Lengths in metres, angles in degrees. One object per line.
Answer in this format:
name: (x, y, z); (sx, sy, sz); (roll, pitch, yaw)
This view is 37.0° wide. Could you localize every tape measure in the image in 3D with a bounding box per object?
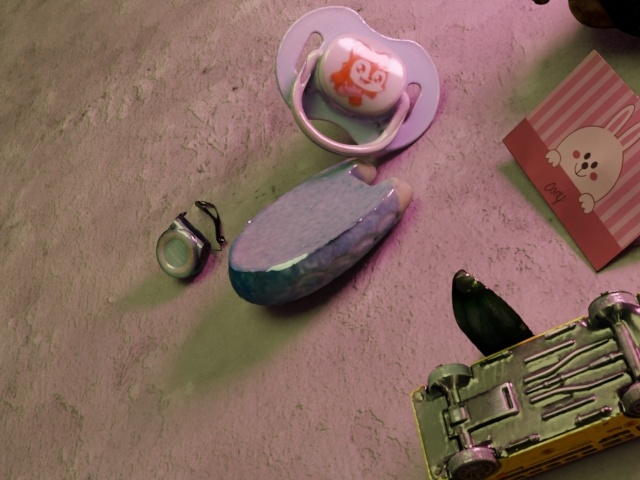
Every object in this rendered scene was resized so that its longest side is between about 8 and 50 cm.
tape measure: (-0.235, 0.000, 1.798); (0.107, 0.104, 0.180); (-50, 2, 23)

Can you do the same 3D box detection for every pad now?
pad: (0.399, -0.123, 1.388); (0.202, 0.005, 0.300); (-46, 45, 23)

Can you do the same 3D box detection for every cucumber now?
cucumber: (0.217, 0.109, 1.228); (0.063, 0.244, 0.115); (-48, 50, -3)

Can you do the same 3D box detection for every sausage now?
sausage: (0.450, -0.181, 1.423); (0.076, 0.076, 0.141); (-42, 39, -1)

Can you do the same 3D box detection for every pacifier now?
pacifier: (0.056, -0.268, 1.711); (0.244, 0.299, 0.233); (-63, 4, 0)

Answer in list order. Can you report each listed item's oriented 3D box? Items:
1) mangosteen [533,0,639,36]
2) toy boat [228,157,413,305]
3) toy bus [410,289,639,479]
mangosteen: (0.493, -0.466, 1.457); (0.313, 0.297, 0.297); (26, 67, 5)
toy boat: (0.000, 0.000, 1.591); (0.330, 0.123, 0.215); (-38, 36, -15)
toy bus: (0.285, 0.197, 1.164); (0.330, 0.152, 0.144); (-26, 49, 19)
